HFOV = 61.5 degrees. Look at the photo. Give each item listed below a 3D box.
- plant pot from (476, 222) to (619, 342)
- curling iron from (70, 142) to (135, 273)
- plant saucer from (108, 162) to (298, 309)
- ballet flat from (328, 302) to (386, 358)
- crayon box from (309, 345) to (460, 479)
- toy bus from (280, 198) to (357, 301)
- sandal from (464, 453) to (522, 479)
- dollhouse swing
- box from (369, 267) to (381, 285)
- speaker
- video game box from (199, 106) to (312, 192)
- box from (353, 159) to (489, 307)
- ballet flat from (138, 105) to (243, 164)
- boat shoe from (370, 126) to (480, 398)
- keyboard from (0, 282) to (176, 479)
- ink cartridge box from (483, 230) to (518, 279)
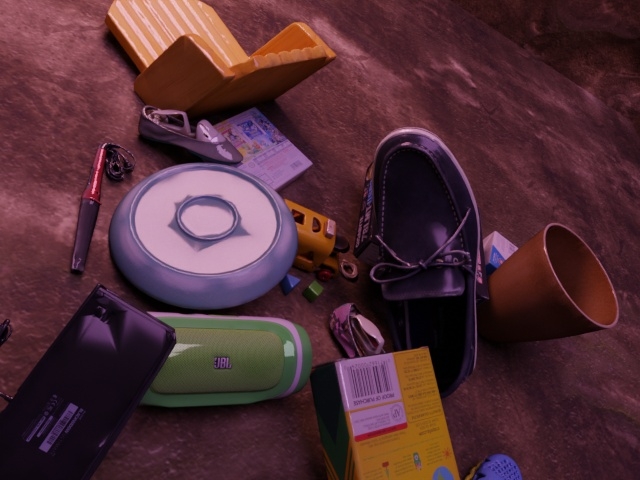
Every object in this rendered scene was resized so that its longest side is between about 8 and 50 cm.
[{"bbox_3d":[0.461,0.124,1.183,0.237,0.254,0.237,23,49,-29],"label":"plant pot"},{"bbox_3d":[-0.364,-0.064,0.890,0.068,0.035,0.274,20,46,-22],"label":"curling iron"},{"bbox_3d":[-0.191,-0.029,0.912,0.318,0.043,0.317,8,49,-9],"label":"plant saucer"},{"bbox_3d":[0.096,0.210,0.979,0.077,0.079,0.221,-19,70,-45],"label":"ballet flat"},{"bbox_3d":[0.108,0.335,0.821,0.202,0.081,0.318,2,69,-37],"label":"crayon box"},{"bbox_3d":[-0.011,0.000,1.051,0.202,0.104,0.191,-24,73,-45],"label":"toy bus"},{"bbox_3d":[0.297,0.488,0.865,0.126,0.138,0.317,34,41,-6],"label":"sandal"},{"bbox_3d":[-0.218,-0.442,1.137,0.347,0.315,0.304,-29,97,-46],"label":"dollhouse swing"},{"bbox_3d":[0.238,0.084,1.204,0.231,0.056,0.183,40,42,-2],"label":"box"},{"bbox_3d":[-0.164,0.171,0.783,0.297,0.131,0.131,8,53,-32],"label":"speaker"},{"bbox_3d":[-0.142,-0.180,1.142,0.187,0.048,0.205,47,42,2],"label":"video game box"},{"bbox_3d":[0.227,-0.024,1.189,0.293,0.073,0.295,27,44,-16],"label":"box"},{"bbox_3d":[-0.245,-0.203,1.017,0.213,0.068,0.072,18,30,6],"label":"ballet flat"},{"bbox_3d":[0.190,0.050,0.959,0.156,0.187,0.499,-37,120,-66],"label":"boat shoe"},{"bbox_3d":[-0.332,0.192,0.615,0.202,0.033,0.317,34,69,-8],"label":"keyboard"},{"bbox_3d":[0.500,0.099,1.371,0.231,0.078,0.134,36,43,-7],"label":"ink cartridge box"}]
